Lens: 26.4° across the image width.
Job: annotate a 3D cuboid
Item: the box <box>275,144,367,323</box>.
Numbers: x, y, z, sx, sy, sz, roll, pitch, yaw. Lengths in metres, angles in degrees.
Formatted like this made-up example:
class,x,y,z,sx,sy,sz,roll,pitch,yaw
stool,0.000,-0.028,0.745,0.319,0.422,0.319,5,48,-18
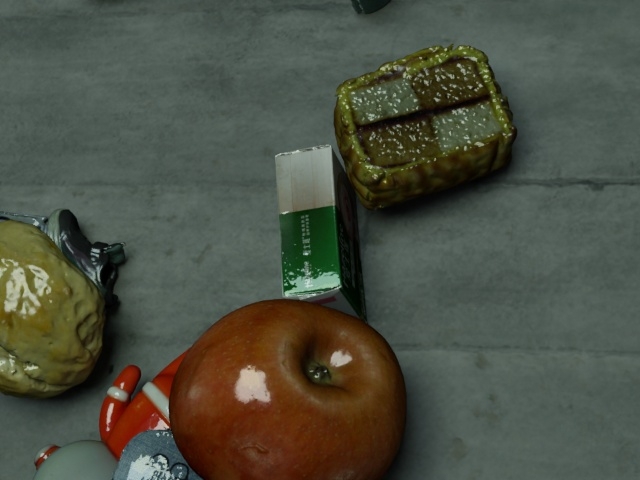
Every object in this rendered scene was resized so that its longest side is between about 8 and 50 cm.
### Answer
class,x,y,z,sx,sy,sz,roll,pitch,yaw
box,0.000,0.000,1.696,0.081,0.135,0.199,-11,65,11

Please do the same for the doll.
class,x,y,z,sx,sy,sz,roll,pitch,yaw
doll,-0.239,0.278,1.671,0.336,0.105,0.200,-40,64,-12

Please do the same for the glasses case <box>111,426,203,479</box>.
class,x,y,z,sx,sy,sz,roll,pitch,yaw
glasses case,-0.109,0.316,1.589,0.282,0.067,0.109,27,76,3

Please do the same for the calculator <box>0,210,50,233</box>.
class,x,y,z,sx,sy,sz,roll,pitch,yaw
calculator,-0.506,0.028,1.895,0.274,0.028,0.166,7,66,17

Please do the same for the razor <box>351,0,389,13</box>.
class,x,y,z,sx,sy,sz,roll,pitch,yaw
razor,0.014,-0.425,1.878,0.068,0.106,0.232,-34,69,1

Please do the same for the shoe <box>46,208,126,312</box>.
class,x,y,z,sx,sy,sz,roll,pitch,yaw
shoe,-0.304,0.027,1.814,0.099,0.071,0.169,-18,67,5

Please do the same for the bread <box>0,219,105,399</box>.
class,x,y,z,sx,sy,sz,roll,pitch,yaw
bread,-0.389,0.092,1.724,0.244,0.134,0.244,10,106,35

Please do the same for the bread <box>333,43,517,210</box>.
class,x,y,z,sx,sy,sz,roll,pitch,yaw
bread,0.126,-0.143,1.717,0.222,0.096,0.181,-19,61,-10

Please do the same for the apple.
class,x,y,z,sx,sy,sz,roll,pitch,yaw
apple,-0.031,0.185,1.546,0.272,0.206,0.251,22,36,-18
